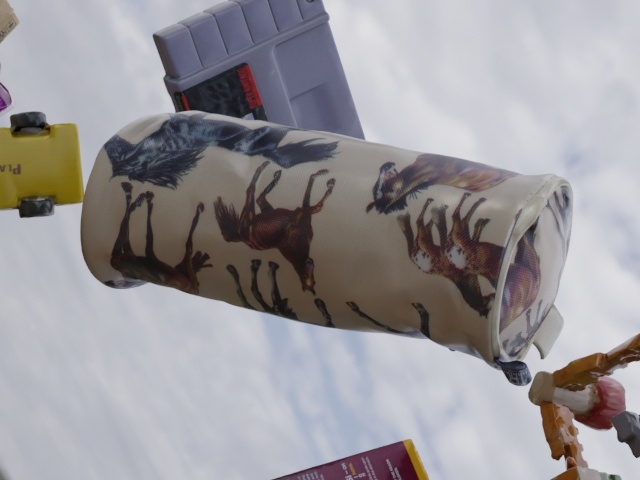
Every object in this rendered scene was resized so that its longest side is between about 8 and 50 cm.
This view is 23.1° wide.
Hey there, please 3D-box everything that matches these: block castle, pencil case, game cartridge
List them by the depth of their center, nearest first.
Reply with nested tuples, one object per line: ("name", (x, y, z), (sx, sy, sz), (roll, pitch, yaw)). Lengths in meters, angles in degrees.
("pencil case", (0.000, 0.000, 1.295), (0.410, 0.160, 0.183), (11, -46, 23))
("game cartridge", (-0.059, -0.141, 2.002), (0.068, 0.230, 0.355), (22, -44, 56))
("block castle", (0.499, 0.347, 2.196), (0.303, 0.213, 0.453), (-35, -127, 37))

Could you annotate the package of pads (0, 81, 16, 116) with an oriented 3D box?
("package of pads", (-0.345, -0.142, 1.632), (0.032, 0.050, 0.083), (59, -6, -7))

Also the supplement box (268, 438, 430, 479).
("supplement box", (0.014, 0.283, 1.630), (0.104, 0.188, 0.080), (112, -41, -58))

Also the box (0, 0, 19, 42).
("box", (-0.505, -0.273, 2.127), (0.021, 0.201, 0.164), (35, -15, 21))

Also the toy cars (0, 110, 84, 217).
("toy cars", (-0.396, 0.009, 1.492), (0.176, 0.393, 0.087), (45, -13, -8))
